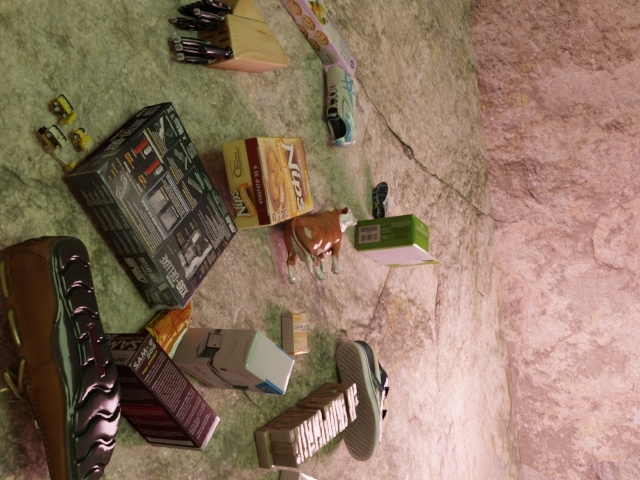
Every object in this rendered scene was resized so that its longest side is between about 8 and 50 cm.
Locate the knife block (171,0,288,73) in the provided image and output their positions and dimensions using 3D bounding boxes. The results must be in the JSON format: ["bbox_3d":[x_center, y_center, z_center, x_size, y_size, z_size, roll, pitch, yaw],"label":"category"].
[{"bbox_3d":[-0.200,-0.413,1.426,0.276,0.088,0.242,53,44,-42],"label":"knife block"}]

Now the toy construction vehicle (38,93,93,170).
[{"bbox_3d":[-0.422,-0.175,1.073,0.086,0.035,0.098,-79,150,-45],"label":"toy construction vehicle"}]

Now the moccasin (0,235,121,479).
[{"bbox_3d":[-0.399,0.186,0.967,0.139,0.147,0.380,-28,106,-73],"label":"moccasin"}]

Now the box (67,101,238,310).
[{"bbox_3d":[-0.291,-0.062,1.211,0.307,0.076,0.242,66,34,-31],"label":"box"}]

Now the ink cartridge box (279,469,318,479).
[{"bbox_3d":[-0.059,0.617,1.531,0.099,0.056,0.135,44,50,-47],"label":"ink cartridge box"}]

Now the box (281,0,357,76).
[{"bbox_3d":[0.000,-0.578,1.809,0.324,0.067,0.063,47,48,-47],"label":"box"}]

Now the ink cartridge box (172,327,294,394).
[{"bbox_3d":[-0.170,0.233,1.273,0.139,0.190,0.082,48,48,-45],"label":"ink cartridge box"}]

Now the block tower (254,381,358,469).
[{"bbox_3d":[-0.021,0.442,1.586,0.335,0.097,0.091,-17,99,-58],"label":"block tower"}]

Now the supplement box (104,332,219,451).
[{"bbox_3d":[-0.292,0.262,1.124,0.239,0.130,0.073,62,37,-34],"label":"supplement box"}]

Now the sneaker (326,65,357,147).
[{"bbox_3d":[0.052,-0.381,1.851,0.086,0.085,0.237,-8,89,-52],"label":"sneaker"}]

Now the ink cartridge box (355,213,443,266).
[{"bbox_3d":[0.247,0.009,2.014,0.255,0.189,0.097,26,62,-57],"label":"ink cartridge box"}]

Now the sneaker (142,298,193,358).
[{"bbox_3d":[-0.288,0.161,1.213,0.067,0.064,0.175,49,44,-36],"label":"sneaker"}]

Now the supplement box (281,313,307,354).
[{"bbox_3d":[-0.063,0.228,1.603,0.062,0.036,0.098,8,78,-59],"label":"supplement box"}]

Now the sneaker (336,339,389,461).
[{"bbox_3d":[0.129,0.435,1.808,0.127,0.126,0.321,2,82,-53],"label":"sneaker"}]

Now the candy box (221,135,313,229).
[{"bbox_3d":[-0.109,-0.137,1.468,0.316,0.087,0.183,-29,111,-72],"label":"candy box"}]

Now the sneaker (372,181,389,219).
[{"bbox_3d":[0.195,-0.120,2.091,0.058,0.052,0.135,26,70,-66],"label":"sneaker"}]

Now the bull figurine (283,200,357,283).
[{"bbox_3d":[0.000,0.000,1.683,0.310,0.101,0.188,-12,98,-60],"label":"bull figurine"}]
